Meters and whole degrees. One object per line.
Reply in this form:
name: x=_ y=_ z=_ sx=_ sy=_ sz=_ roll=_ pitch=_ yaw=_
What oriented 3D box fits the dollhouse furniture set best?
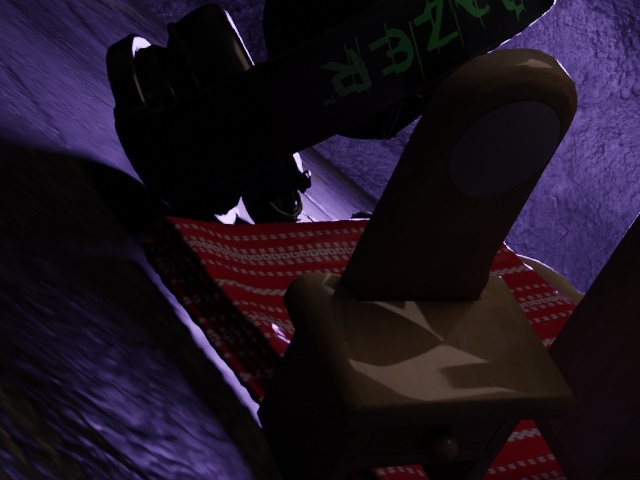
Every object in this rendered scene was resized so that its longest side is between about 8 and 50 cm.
dollhouse furniture set: x=0.190 y=0.115 z=0.339 sx=0.303 sy=0.174 sz=0.355 roll=1 pitch=42 yaw=-29

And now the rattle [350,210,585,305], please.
rattle: x=0.090 y=0.072 z=0.925 sx=0.200 sy=0.130 sz=0.143 roll=13 pitch=-18 yaw=24

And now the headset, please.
headset: x=-0.005 y=-0.079 z=0.827 sx=0.185 sy=0.243 sz=0.394 roll=63 pitch=-18 yaw=-12

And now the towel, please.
towel: x=0.064 y=0.056 z=0.566 sx=0.199 sy=0.031 sz=0.275 roll=-2 pitch=29 yaw=-32

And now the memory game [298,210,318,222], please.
memory game: x=0.000 y=0.000 z=1.190 sx=0.186 sy=0.012 sz=0.186 roll=39 pitch=5 yaw=-4
